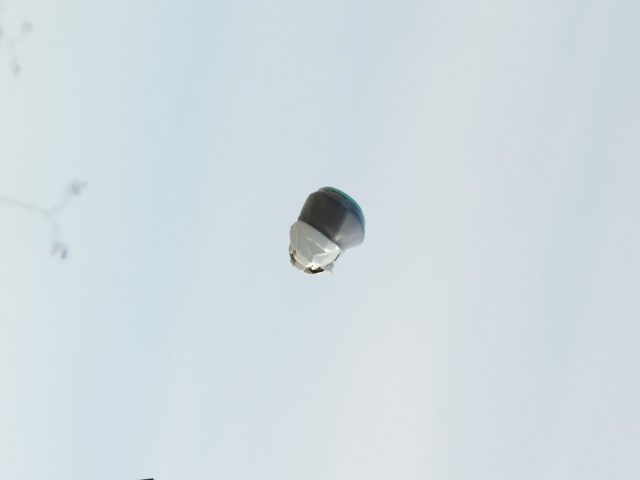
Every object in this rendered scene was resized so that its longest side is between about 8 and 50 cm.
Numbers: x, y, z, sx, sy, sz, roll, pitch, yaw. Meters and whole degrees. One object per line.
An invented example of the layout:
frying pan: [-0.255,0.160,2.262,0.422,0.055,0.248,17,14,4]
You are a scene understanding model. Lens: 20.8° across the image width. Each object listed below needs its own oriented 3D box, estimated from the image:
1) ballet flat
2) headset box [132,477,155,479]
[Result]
ballet flat: [0.000,0.000,1.726,0.203,0.074,0.074,127,-22,-79]
headset box: [-0.209,0.287,1.884,0.062,0.083,0.032,64,21,-53]
